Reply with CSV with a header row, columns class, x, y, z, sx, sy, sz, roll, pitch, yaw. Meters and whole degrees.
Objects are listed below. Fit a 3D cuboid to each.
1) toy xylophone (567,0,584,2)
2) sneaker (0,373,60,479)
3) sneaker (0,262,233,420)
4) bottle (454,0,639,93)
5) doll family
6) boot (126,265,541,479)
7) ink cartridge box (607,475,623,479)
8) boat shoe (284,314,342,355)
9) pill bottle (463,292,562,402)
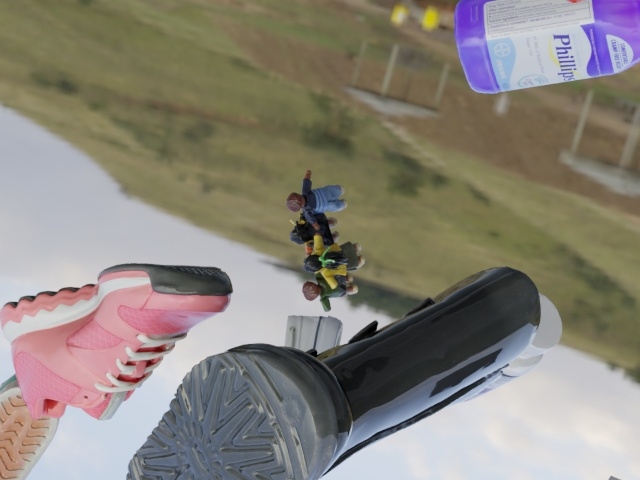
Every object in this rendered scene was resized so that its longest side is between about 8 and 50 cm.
class,x,y,z,sx,sy,sz,roll,pitch,yaw
toy xylophone,0.218,-0.348,1.322,0.081,0.236,0.322,42,176,-39
sneaker,-0.391,0.265,1.716,0.108,0.302,0.121,39,-162,-8
sneaker,-0.194,0.105,1.431,0.313,0.136,0.116,-17,166,42
bottle,0.291,-0.230,1.569,0.282,0.092,0.118,-7,150,15
doll family,0.000,0.000,2.034,0.111,0.193,0.076,-9,165,-46
boot,0.063,0.137,1.435,0.445,0.146,0.367,-18,169,-35
ink cartridge box,0.379,0.339,1.712,0.198,0.067,0.115,17,-168,20
boat shoe,-0.030,0.193,1.737,0.075,0.226,0.083,8,147,9
pill bottle,0.226,0.136,1.907,0.108,0.108,0.193,11,152,-29
